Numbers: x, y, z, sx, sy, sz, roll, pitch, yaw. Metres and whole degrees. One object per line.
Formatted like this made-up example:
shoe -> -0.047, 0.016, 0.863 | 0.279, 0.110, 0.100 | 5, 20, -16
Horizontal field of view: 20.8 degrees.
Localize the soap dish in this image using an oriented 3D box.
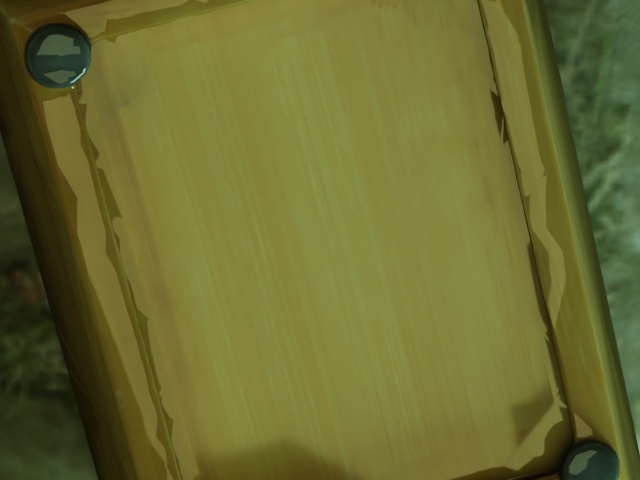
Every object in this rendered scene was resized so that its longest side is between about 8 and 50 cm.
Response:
soap dish -> 0.000, 0.000, 0.699 | 0.229, 0.118, 0.291 | -15, 103, -3
